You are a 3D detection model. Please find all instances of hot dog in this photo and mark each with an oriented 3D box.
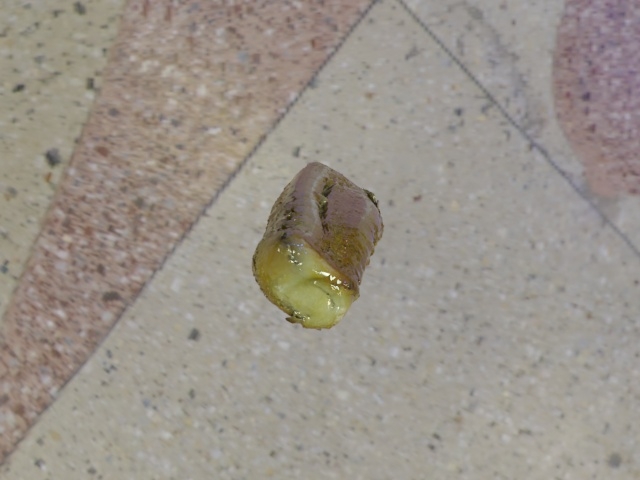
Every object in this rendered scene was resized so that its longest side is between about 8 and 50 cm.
[{"bbox_3d":[-0.001,-0.001,0.897,0.083,0.289,0.068,26,105,-1],"label":"hot dog"}]
